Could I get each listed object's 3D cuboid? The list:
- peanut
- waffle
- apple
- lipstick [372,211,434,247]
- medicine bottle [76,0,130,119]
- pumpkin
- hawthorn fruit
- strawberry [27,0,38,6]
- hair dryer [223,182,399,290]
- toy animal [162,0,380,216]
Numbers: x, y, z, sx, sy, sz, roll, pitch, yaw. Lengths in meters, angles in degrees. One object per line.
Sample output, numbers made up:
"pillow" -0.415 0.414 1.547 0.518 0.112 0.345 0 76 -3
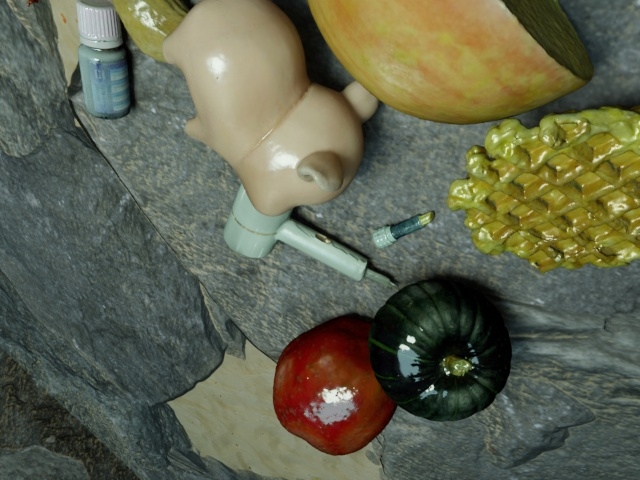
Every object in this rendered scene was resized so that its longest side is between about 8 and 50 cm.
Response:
"peanut" -0.223 -0.324 0.769 0.263 0.101 0.117 38 157 -5
"waffle" 0.334 -0.054 0.627 0.325 0.068 0.302 3 146 19
"apple" 0.145 -0.265 0.554 0.309 0.252 0.314 51 175 -13
"lipstick" 0.149 -0.021 0.835 0.116 0.037 0.037 -23 110 33
"medicine bottle" -0.396 -0.327 0.865 0.084 0.083 0.203 24 132 11
"pumpkin" 0.206 0.187 0.814 0.250 0.216 0.249 0 90 -3
"hawthorn fruit" 0.051 0.286 0.974 0.265 0.265 0.307 44 123 -7
"strawberry" -0.573 -0.512 0.766 0.234 0.234 0.178 24 105 11
"hair dryer" 0.000 0.000 0.905 0.357 0.107 0.173 27 133 -4
"toy animal" -0.068 -0.189 0.691 0.269 0.237 0.326 12 142 23
